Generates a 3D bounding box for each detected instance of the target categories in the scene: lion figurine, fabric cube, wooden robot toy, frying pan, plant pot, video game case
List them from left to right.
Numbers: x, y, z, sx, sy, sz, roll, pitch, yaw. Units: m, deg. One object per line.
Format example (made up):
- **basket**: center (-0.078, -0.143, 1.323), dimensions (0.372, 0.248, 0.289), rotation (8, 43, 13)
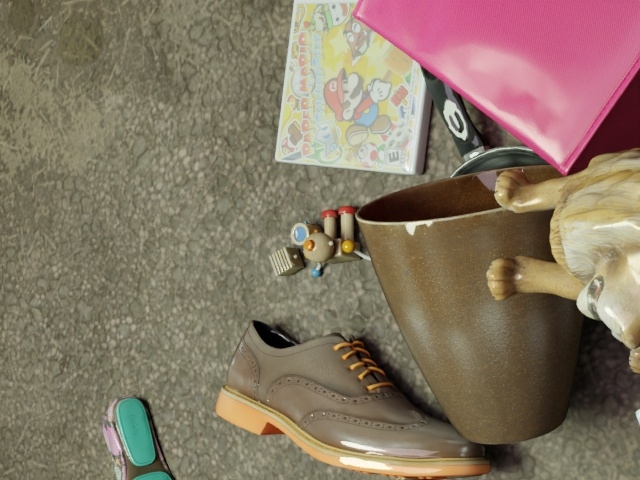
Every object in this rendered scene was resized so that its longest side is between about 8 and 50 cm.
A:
- **wooden robot toy**: center (0.000, 0.000, 1.189), dimensions (0.173, 0.079, 0.076), rotation (-12, 81, 35)
- **video game case**: center (0.043, -0.197, 1.200), dimensions (0.206, 0.026, 0.227), rotation (9, 93, 37)
- **frying pan**: center (0.163, -0.043, 1.085), dimensions (0.326, 0.053, 0.197), rotation (50, 116, 27)
- **plant pot**: center (0.162, 0.064, 0.957), dimensions (0.215, 0.215, 0.230), rotation (-4, 103, 37)
- **fabric cube**: center (0.241, -0.222, 0.911), dimensions (0.258, 0.259, 0.254), rotation (42, 111, 28)
- **lion figurine**: center (0.282, 0.030, 0.763), dimensions (0.240, 0.392, 0.142), rotation (2, 79, 49)

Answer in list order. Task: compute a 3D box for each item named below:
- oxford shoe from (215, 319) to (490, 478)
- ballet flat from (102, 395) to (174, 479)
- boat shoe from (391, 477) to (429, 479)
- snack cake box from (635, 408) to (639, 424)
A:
- **oxford shoe**: center (0.029, 0.175, 1.133), dimensions (0.364, 0.130, 0.132), rotation (11, 88, 36)
- **ballet flat**: center (-0.245, 0.320, 1.369), dimensions (0.079, 0.077, 0.221), rotation (-50, 55, 45)
- **boat shoe**: center (0.050, 0.335, 1.148), dimensions (0.207, 0.073, 0.073), rotation (-38, 29, 26)
- **snack cake box**: center (0.375, 0.249, 0.851), dimensions (0.089, 0.152, 0.264), rotation (-29, 71, 33)
